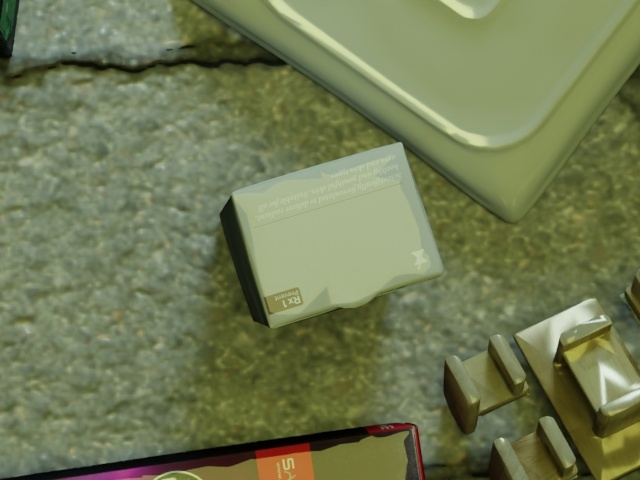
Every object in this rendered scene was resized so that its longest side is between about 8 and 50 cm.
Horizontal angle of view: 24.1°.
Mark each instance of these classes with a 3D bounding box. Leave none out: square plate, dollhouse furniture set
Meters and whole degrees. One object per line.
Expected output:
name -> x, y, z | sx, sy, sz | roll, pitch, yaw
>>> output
square plate -> 0.109, -0.233, 1.141 | 0.347, 0.049, 0.344 | 35, 111, -3
dollhouse furniture set -> 0.241, 0.168, 1.176 | 0.212, 0.161, 0.242 | -25, 66, -8

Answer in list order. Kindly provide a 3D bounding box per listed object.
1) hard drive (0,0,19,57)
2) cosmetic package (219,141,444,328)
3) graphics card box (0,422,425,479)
hard drive -> -0.248, -0.275, 1.038 | 0.064, 0.339, 0.237 | 7, 85, -3
cosmetic package -> 0.000, 0.000, 1.090 | 0.127, 0.238, 0.107 | -17, 87, -8
graphics card box -> -0.093, 0.275, 1.131 | 0.371, 0.094, 0.232 | -7, 86, -6
